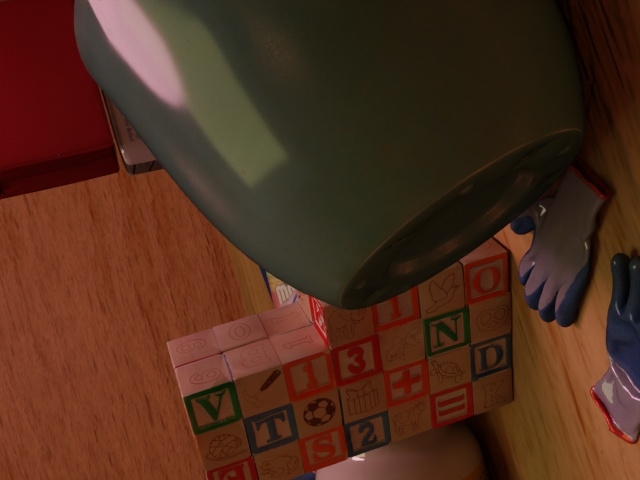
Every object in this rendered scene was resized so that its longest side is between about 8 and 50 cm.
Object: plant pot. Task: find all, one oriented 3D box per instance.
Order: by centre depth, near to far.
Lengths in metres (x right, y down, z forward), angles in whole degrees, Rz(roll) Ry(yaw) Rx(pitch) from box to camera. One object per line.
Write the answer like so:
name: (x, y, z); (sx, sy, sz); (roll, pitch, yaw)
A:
plant pot: (0.027, -0.098, 0.511); (0.235, 0.293, 0.293); (56, 162, 16)

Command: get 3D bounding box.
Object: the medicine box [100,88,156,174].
medicine box: (-0.136, -0.194, 1.027); (0.263, 0.289, 0.149); (-173, 67, -76)

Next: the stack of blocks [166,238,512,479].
stack of blocks: (0.020, 0.103, 0.702); (0.087, 0.297, 0.171); (-126, 23, -58)

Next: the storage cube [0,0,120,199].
storage cube: (-0.361, -0.165, 0.927); (0.184, 0.193, 0.214); (156, 99, -77)

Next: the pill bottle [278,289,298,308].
pill bottle: (0.033, 0.091, 0.896); (0.221, 0.124, 0.124); (-22, 83, 59)

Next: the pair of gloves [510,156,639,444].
pair of gloves: (0.188, 0.038, 0.535); (0.159, 0.023, 0.198); (89, 160, -49)

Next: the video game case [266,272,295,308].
video game case: (0.000, 0.000, 1.013); (0.204, 0.025, 0.285); (-12, 95, 38)

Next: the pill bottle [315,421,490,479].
pill bottle: (0.103, 0.313, 0.850); (0.188, 0.188, 0.333); (179, 76, -77)

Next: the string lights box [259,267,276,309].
string lights box: (-0.041, -0.007, 1.199); (0.076, 0.133, 0.259); (85, 163, -55)

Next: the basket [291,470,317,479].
basket: (-0.028, 0.426, 1.314); (0.254, 0.289, 0.201); (96, 155, -61)
